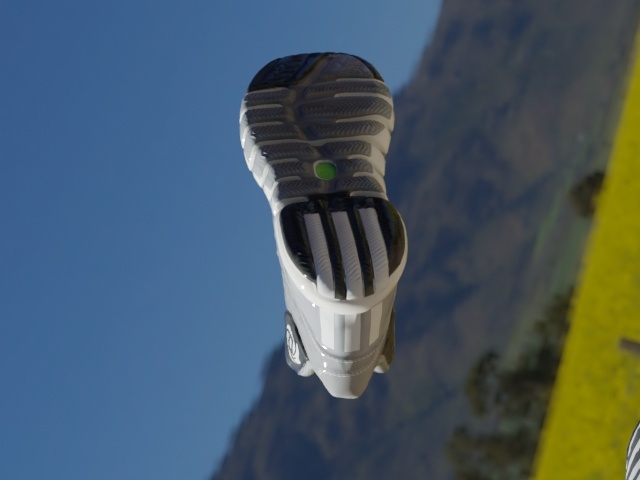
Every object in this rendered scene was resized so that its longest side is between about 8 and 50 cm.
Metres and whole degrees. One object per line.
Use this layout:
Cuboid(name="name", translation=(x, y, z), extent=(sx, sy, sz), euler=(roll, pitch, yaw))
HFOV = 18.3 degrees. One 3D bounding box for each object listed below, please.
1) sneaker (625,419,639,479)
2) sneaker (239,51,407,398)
Cuboid(name="sneaker", translation=(0.339, 0.074, 0.818), extent=(0.257, 0.448, 0.169), euler=(-88, -10, -66))
Cuboid(name="sneaker", translation=(0.000, 0.000, 1.094), extent=(0.228, 0.086, 0.132), euler=(-94, 3, -54))
